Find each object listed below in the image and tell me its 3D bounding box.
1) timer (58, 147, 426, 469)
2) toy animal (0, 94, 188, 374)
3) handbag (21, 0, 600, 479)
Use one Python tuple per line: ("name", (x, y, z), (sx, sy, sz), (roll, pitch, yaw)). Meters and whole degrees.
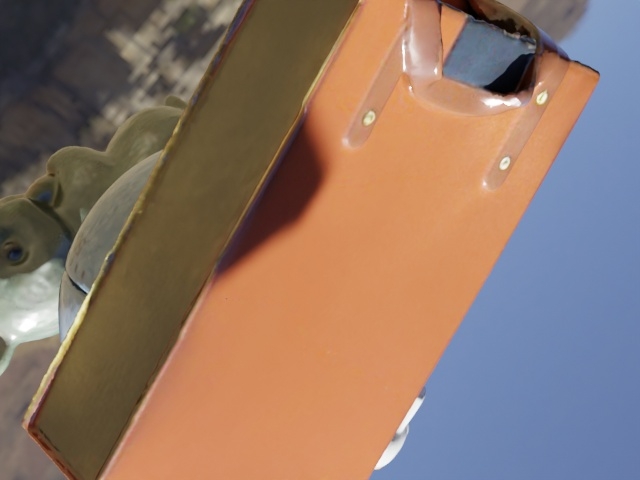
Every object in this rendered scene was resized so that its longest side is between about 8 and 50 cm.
("timer", (-0.028, 0.080, 0.743), (0.175, 0.255, 0.175), (-8, -174, 1))
("toy animal", (-0.157, 0.011, 1.058), (0.251, 0.125, 0.127), (-35, 176, -17))
("handbag", (0.000, 0.000, 0.552), (0.127, 0.063, 0.190), (13, 111, -48))
